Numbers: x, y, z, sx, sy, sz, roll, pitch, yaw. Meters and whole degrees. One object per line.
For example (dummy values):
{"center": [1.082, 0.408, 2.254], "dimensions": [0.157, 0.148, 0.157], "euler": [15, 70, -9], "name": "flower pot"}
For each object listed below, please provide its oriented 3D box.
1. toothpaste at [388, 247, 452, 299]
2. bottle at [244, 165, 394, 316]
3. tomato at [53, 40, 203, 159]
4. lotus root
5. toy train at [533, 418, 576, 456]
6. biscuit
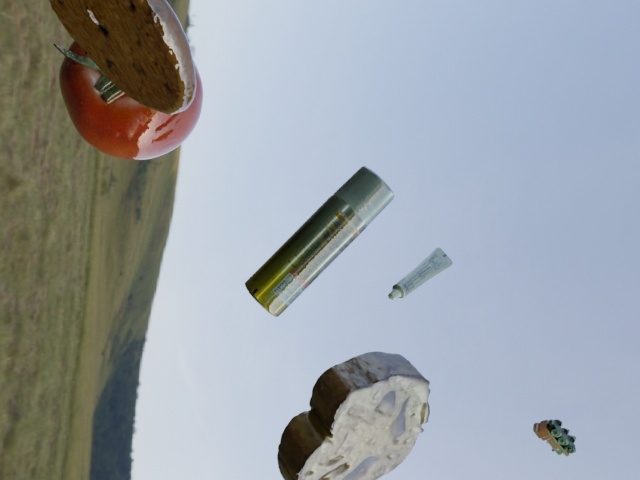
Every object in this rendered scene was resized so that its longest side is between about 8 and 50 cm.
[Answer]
{"center": [0.202, 0.071, 1.147], "dimensions": [0.048, 0.197, 0.029], "euler": [48, -39, 14], "name": "toothpaste"}
{"center": [0.000, 0.000, 0.943], "dimensions": [0.286, 0.082, 0.082], "euler": [-45, -147, -1], "name": "bottle"}
{"center": [-0.346, -0.275, 1.045], "dimensions": [0.224, 0.255, 0.256], "euler": [142, -51, -72], "name": "tomato"}
{"center": [0.093, 0.440, 1.300], "dimensions": [0.390, 0.375, 0.111], "euler": [-50, -142, -2], "name": "lotus root"}
{"center": [0.564, 0.473, 1.348], "dimensions": [0.064, 0.103, 0.044], "euler": [-36, -171, 35], "name": "toy train"}
{"center": [-0.201, -0.217, 0.559], "dimensions": [0.036, 0.212, 0.212], "euler": [-48, -164, -23], "name": "biscuit"}
